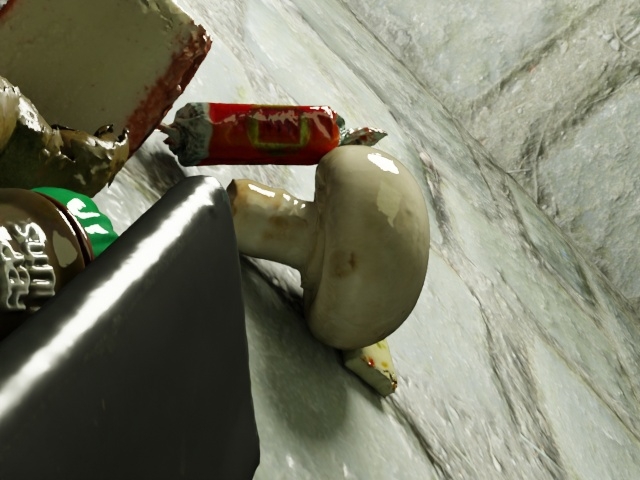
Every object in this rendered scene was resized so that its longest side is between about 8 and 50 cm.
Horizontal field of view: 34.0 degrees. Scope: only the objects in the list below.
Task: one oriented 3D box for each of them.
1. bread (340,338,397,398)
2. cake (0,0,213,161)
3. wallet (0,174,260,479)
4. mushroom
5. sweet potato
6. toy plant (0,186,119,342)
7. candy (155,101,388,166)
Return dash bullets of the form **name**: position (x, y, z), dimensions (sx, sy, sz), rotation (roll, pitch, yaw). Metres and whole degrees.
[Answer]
- **bread**: position (0.046, 0.102, 1.136), dimensions (0.068, 0.028, 0.153), rotation (40, 19, -24)
- **cake**: position (-0.195, -0.195, 0.934), dimensions (0.158, 0.160, 0.262), rotation (39, 20, -23)
- **wallet**: position (-0.104, 0.123, 0.540), dimensions (0.406, 0.062, 0.228), rotation (-64, 149, -71)
- **mushroom**: position (0.014, 0.007, 1.024), dimensions (0.209, 0.206, 0.206), rotation (-4, 52, -36)
- **sweet potato**: position (-0.236, -0.065, 0.692), dimensions (0.124, 0.098, 0.310), rotation (58, 22, 1)
- **toy plant**: position (-0.171, 0.034, 0.634), dimensions (0.200, 0.105, 0.142), rotation (11, 67, -72)
- **candy**: position (-0.063, -0.107, 1.070), dimensions (0.086, 0.292, 0.059), rotation (164, -77, -69)
